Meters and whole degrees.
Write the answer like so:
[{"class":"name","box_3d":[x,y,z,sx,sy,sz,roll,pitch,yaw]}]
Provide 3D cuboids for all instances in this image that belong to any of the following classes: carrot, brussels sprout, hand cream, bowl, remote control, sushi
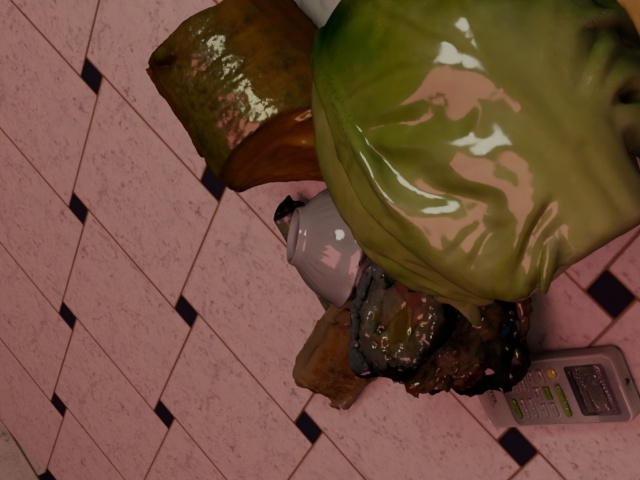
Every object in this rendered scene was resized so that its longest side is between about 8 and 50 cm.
[{"class":"carrot","box_3d":[-0.072,-0.189,1.467,0.341,0.241,0.241,52,141,11]},{"class":"brussels sprout","box_3d":[0.154,-0.135,1.146,0.361,0.342,0.425,45,164,-6]},{"class":"hand cream","box_3d":[-0.003,0.037,1.684,0.086,0.055,0.235,-12,111,50]},{"class":"bowl","box_3d":[0.000,0.000,1.543,0.189,0.086,0.189,-172,90,-79]},{"class":"remote control","box_3d":[0.311,0.201,1.456,0.250,0.034,0.103,-13,103,50]},{"class":"sushi","box_3d":[0.168,0.105,1.440,0.225,0.218,0.238,-70,20,3]}]

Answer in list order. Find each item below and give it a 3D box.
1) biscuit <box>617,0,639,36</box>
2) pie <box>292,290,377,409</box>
[{"class":"biscuit","box_3d":[0.485,-0.180,0.819,0.429,0.104,0.446,-29,92,10]},{"class":"pie","box_3d":[0.038,0.178,1.702,0.128,0.068,0.282,29,138,1]}]
